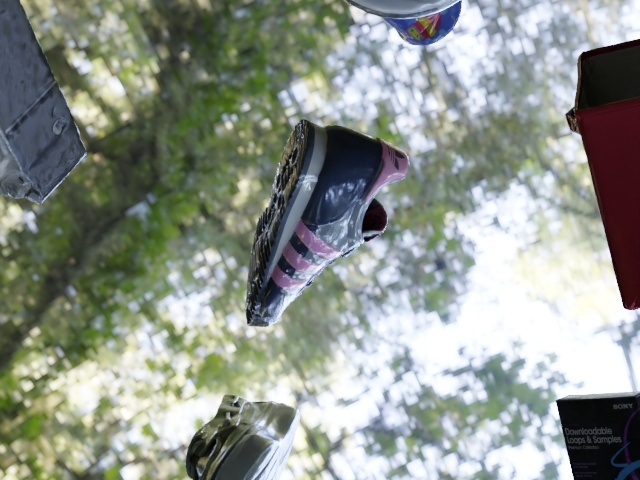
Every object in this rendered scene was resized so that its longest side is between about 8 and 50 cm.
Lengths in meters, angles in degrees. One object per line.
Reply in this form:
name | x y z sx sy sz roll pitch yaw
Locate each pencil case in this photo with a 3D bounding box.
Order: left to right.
pencil case | 0.091 -0.419 2.195 0.119 0.306 0.133 -20 -133 33

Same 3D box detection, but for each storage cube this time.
storage cube | 0.337 -0.074 1.299 0.215 0.193 0.184 -12 -160 16

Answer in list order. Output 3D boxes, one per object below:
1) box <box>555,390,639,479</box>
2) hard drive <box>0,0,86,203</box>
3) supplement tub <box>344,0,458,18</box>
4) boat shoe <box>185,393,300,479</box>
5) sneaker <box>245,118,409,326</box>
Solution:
box | 0.303 0.234 1.492 0.029 0.162 0.116 -12 179 -36
hard drive | -0.300 -0.181 0.910 0.237 0.339 0.064 16 -128 30
supplement tub | 0.052 -0.207 0.894 0.117 0.117 0.190 -18 -162 11
boat shoe | -0.092 0.232 1.521 0.094 0.109 0.302 13 -172 6
sneaker | 0.000 0.000 1.617 0.131 0.319 0.112 8 -127 -13
